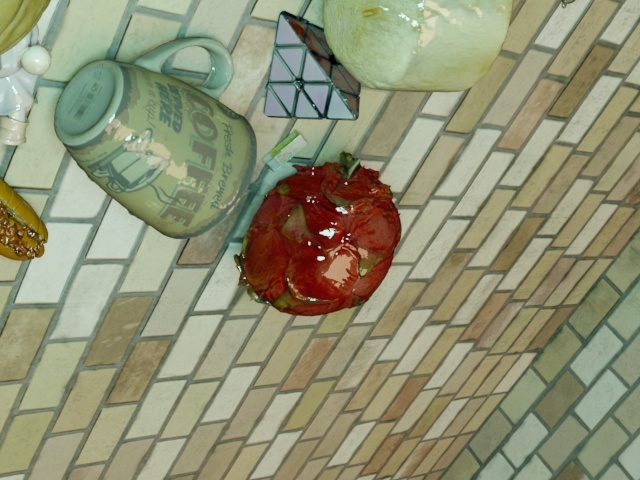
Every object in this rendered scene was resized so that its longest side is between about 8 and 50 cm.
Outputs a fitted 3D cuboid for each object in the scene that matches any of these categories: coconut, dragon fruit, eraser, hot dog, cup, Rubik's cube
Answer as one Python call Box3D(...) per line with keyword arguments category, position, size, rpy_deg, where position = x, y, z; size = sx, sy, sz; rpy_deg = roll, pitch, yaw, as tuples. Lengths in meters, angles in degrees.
Box3D(category="coconut", position=(0.171, -0.370, 1.508), size=(0.328, 0.329, 0.329), rpy_deg=(-24, 144, -19))
Box3D(category="dragon fruit", position=(0.000, 0.000, 1.785), size=(0.277, 0.277, 0.343), rpy_deg=(17, 106, -51))
Box3D(category="eraser", position=(-0.065, -0.164, 1.757), size=(0.083, 0.019, 0.038), rpy_deg=(-39, 148, 3))
Box3D(category="hot dog", position=(-0.498, -0.034, 1.464), size=(0.102, 0.076, 0.249), rpy_deg=(-32, 147, -2))
Box3D(category="cup", position=(-0.238, -0.185, 1.432), size=(0.257, 0.227, 0.301), rpy_deg=(36, 74, -51))
Box3D(category="Rubik's cube", position=(-0.051, -0.281, 1.616), size=(0.178, 0.211, 0.190), rpy_deg=(-32, 118, 29))

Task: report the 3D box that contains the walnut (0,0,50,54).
Box3D(category="walnut", position=(-0.415, -0.335, 0.974), size=(0.332, 0.333, 0.333), rpy_deg=(-24, 144, -19))

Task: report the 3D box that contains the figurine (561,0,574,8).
Box3D(category="figurine", position=(0.446, -0.519, 1.720), size=(0.205, 0.102, 0.260), rpy_deg=(-63, 150, -7))

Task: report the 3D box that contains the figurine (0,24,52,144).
Box3D(category="figurine", position=(-0.424, -0.248, 1.231), size=(0.276, 0.200, 0.133), rpy_deg=(90, 18, -51))
